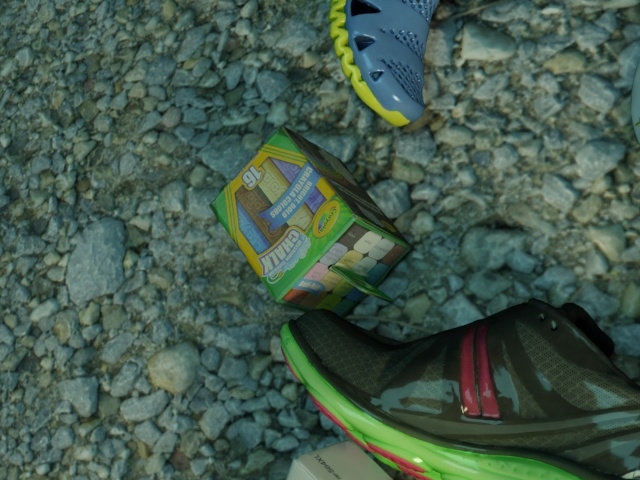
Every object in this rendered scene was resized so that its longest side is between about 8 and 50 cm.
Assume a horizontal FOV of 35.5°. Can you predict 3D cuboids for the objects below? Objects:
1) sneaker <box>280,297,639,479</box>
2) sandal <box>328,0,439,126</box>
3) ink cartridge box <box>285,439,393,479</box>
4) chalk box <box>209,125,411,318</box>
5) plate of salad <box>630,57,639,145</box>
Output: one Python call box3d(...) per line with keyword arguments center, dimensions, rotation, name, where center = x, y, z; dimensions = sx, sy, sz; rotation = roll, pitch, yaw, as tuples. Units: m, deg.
box3d(center=(0.178, 0.151, 0.961), dimensions=(0.483, 0.185, 0.202), rotation=(16, 71, 30), name="sneaker")
box3d(center=(0.086, -0.285, 1.170), dimensions=(0.138, 0.126, 0.317), rotation=(-16, 68, 25), name="sandal")
box3d(center=(0.020, 0.327, 1.000), dimensions=(0.148, 0.086, 0.203), rotation=(39, 122, 36), name="ink cartridge box")
box3d(center=(0.000, 0.000, 1.129), dimensions=(0.132, 0.132, 0.213), rotation=(-46, 55, 14), name="chalk box")
box3d(center=(0.364, -0.158, 0.948), dimensions=(0.200, 0.048, 0.199), rotation=(-32, 52, 54), name="plate of salad")
